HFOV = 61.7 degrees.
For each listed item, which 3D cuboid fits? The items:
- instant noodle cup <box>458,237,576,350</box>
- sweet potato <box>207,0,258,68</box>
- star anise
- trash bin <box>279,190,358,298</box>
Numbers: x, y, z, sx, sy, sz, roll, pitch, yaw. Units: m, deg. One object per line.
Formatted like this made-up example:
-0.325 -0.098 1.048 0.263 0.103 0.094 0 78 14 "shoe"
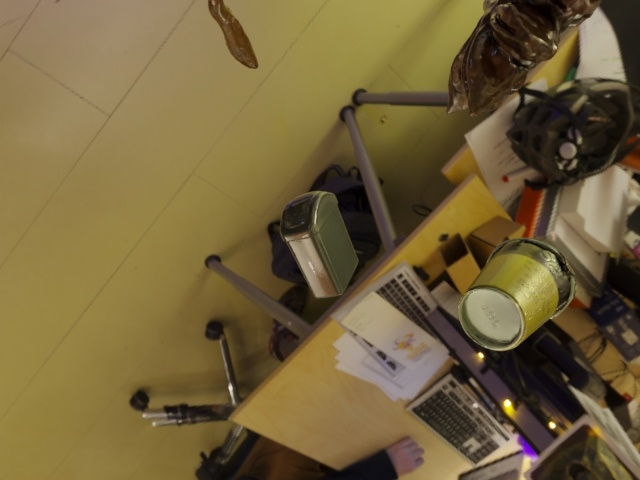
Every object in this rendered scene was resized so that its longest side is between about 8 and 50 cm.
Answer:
0.425 0.128 1.188 0.236 0.215 0.216 -28 133 -46 "instant noodle cup"
-0.088 -0.207 0.529 0.026 0.026 0.115 -37 156 1 "sweet potato"
0.280 -0.301 0.763 0.108 0.315 0.315 30 105 -5 "star anise"
0.000 0.000 1.293 0.101 0.177 0.237 -12 116 27 "trash bin"
